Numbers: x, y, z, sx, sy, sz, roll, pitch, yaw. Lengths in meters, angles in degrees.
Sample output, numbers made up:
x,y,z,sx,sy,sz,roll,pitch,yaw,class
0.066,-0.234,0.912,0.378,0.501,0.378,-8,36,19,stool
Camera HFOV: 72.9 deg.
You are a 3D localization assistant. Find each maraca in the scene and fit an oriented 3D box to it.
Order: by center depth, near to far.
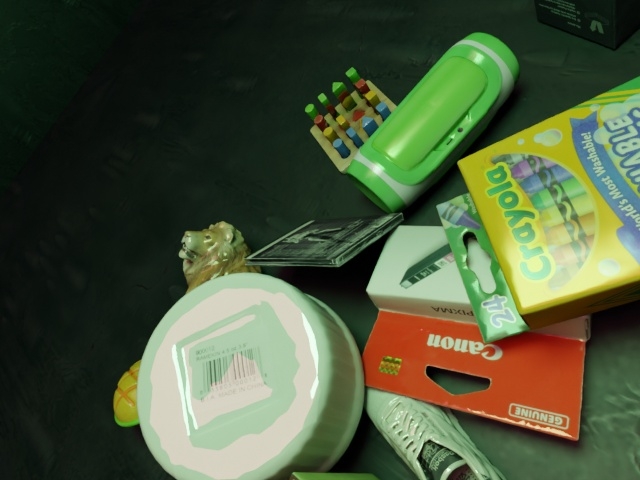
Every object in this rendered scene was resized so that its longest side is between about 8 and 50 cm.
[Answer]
x,y,z,sx,sy,sz,roll,pitch,yaw,class
-0.311,0.260,0.809,0.127,0.099,0.186,-12,33,22,maraca

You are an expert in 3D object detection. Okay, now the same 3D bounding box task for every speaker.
x,y,z,sx,sy,sz,roll,pitch,yaw,class
0.180,-0.185,0.706,0.296,0.131,0.131,-48,49,2,speaker

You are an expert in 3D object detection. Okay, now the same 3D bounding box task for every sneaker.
x,y,z,sx,sy,sz,roll,pitch,yaw,class
0.126,0.239,0.527,0.235,0.095,0.090,35,89,44,sneaker

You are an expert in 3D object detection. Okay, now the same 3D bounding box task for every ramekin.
x,y,z,sx,sy,sz,roll,pitch,yaw,class
-0.091,0.176,0.553,0.277,0.135,0.277,-7,64,15,ramekin

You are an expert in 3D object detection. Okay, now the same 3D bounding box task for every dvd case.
x,y,z,sx,sy,sz,roll,pitch,yaw,class
0.000,0.000,0.700,0.221,0.018,0.164,-2,23,46,dvd case

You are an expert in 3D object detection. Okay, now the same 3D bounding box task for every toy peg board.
x,y,z,sx,sy,sz,roll,pitch,yaw,class
0.056,-0.244,0.851,0.161,0.079,0.161,-39,50,10,toy peg board

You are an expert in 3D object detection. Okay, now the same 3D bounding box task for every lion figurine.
x,y,z,sx,sy,sz,roll,pitch,yaw,class
-0.116,0.128,0.745,0.392,0.142,0.240,26,73,26,lion figurine

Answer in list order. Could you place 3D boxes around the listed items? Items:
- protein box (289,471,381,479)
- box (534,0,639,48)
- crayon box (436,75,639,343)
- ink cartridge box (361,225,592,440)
x,y,z,sx,sy,sz,roll,pitch,yaw,class
0.061,0.357,0.434,0.201,0.200,0.136,20,78,39,protein box
0.407,-0.399,0.649,0.093,0.158,0.156,-43,50,7,box
0.290,-0.038,0.460,0.322,0.083,0.203,-25,57,23,crayon box
0.187,0.090,0.558,0.275,0.060,0.239,3,51,35,ink cartridge box
